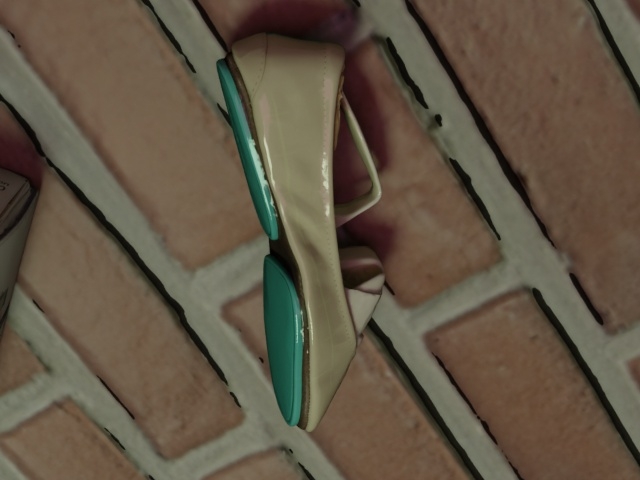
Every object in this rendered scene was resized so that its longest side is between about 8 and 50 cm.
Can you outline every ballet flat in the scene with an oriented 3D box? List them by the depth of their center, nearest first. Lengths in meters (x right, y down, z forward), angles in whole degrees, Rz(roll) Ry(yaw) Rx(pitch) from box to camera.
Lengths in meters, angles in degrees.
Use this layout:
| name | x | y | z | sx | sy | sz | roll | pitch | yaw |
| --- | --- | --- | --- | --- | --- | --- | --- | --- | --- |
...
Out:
| name | x | y | z | sx | sy | sz | roll | pitch | yaw |
| --- | --- | --- | --- | --- | --- | --- | --- | --- | --- |
| ballet flat | 0.000 | 0.000 | 0.590 | 0.086 | 0.086 | 0.249 | -5 | 116 | 7 |

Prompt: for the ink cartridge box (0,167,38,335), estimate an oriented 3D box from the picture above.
| name | x | y | z | sx | sy | sz | roll | pitch | yaw |
| --- | --- | --- | --- | --- | --- | --- | --- | --- | --- |
| ink cartridge box | -0.282 | 0.046 | 0.623 | 0.158 | 0.092 | 0.218 | 20 | 115 | -6 |
